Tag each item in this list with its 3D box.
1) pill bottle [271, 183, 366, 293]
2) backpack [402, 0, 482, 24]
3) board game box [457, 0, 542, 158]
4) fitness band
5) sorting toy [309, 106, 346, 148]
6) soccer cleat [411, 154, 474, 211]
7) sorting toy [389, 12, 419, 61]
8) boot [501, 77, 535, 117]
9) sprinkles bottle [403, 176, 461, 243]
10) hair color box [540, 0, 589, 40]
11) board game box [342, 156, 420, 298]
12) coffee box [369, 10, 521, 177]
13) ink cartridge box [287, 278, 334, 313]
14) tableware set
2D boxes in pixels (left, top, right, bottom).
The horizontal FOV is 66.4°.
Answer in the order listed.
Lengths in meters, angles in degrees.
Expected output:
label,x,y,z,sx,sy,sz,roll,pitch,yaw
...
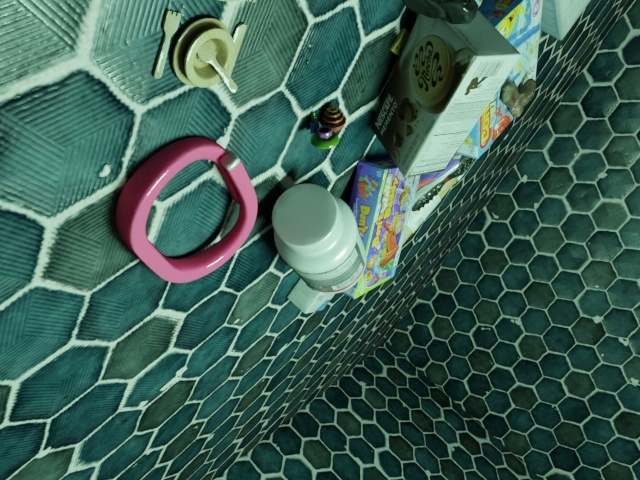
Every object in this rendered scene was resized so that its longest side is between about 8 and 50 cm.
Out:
label,x,y,z,sx,sy,sz,roll,pitch,yaw
pill bottle,0.000,0.000,1.064,0.176,0.176,0.318,-47,160,-6
backpack,0.224,-0.461,0.803,0.182,0.151,0.115,-64,164,4
board game box,0.419,-0.411,1.183,0.302,0.086,0.308,-46,141,-24
fitness band,-0.198,-0.036,0.771,0.209,0.054,0.291,-44,158,-14
sorting toy,0.010,-0.211,0.887,0.042,0.061,0.102,85,20,-44
soccer cleat,0.353,-0.222,1.447,0.318,0.116,0.109,-40,161,-8
sorting toy,0.247,-0.450,0.978,0.274,0.046,0.132,-48,160,-3
boot,0.478,-0.365,1.185,0.114,0.037,0.107,19,93,-50
sprinkles bottle,0.309,-0.128,1.560,0.355,0.121,0.121,-50,160,0
hair color box,0.637,-0.685,1.282,0.185,0.113,0.374,-58,159,19
board game box,0.153,-0.042,1.308,0.233,0.078,0.348,-20,127,-53
coffee box,0.229,-0.290,0.974,0.118,0.168,0.297,-13,150,-27
ink cartridge box,0.021,0.096,1.414,0.231,0.078,0.134,-54,159,11
tableware set,-0.113,-0.263,0.568,0.128,0.039,0.194,-22,146,-52
